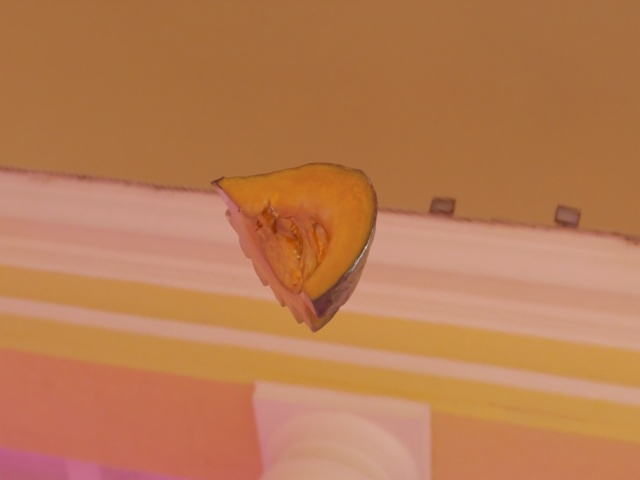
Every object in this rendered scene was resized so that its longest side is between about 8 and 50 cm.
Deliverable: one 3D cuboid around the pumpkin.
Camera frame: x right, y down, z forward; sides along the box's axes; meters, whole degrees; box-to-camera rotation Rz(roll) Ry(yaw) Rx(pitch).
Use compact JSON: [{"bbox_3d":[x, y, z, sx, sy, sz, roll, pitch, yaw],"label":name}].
[{"bbox_3d":[0.000,0.000,1.291,0.149,0.254,0.130,-35,-46,-9],"label":"pumpkin"}]
